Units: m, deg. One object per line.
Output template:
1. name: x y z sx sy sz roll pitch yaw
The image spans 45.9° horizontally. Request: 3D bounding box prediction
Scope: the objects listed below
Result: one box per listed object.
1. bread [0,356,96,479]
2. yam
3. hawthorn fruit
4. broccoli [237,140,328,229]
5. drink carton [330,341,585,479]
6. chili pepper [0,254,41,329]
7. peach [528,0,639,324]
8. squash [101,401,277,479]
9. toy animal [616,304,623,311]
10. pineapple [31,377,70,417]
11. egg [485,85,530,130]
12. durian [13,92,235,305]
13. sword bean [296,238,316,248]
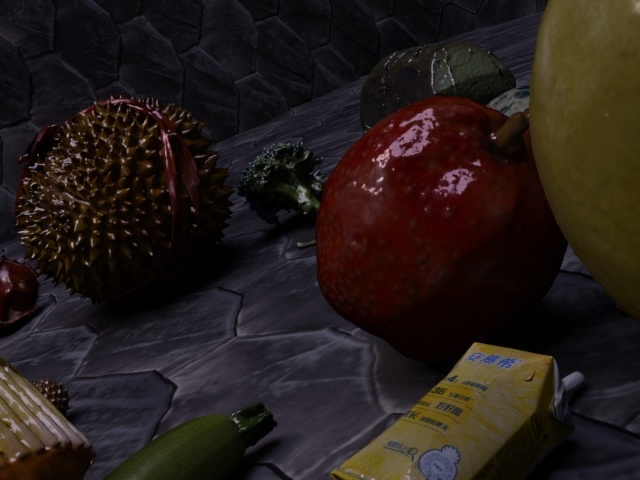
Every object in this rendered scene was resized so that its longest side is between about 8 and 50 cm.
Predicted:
1. bread: -0.276 0.199 0.507 0.133 0.179 0.250 34 35 20
2. yam: 0.207 -0.261 1.381 0.202 0.201 0.271 -28 23 -16
3. hawthorn fruit: 0.108 -0.022 0.617 0.205 0.205 0.253 -39 -8 -47
4. broccoli: -0.048 -0.083 1.242 0.154 0.167 0.160 -35 55 -4
5. drink carton: 0.104 0.116 0.474 0.200 0.075 0.084 -34 20 -33
6. chili pepper: -0.636 0.137 1.364 0.252 0.136 0.144 -27 58 19
7. peach: 0.274 -0.084 0.424 0.316 0.314 0.281 -54 3 29
8. squash: -0.130 0.193 0.547 0.066 0.066 0.252 -8 20 41
9. toy animal: 0.307 -0.031 0.628 0.212 0.124 0.124 -26 15 10
10. pineapple: -0.302 0.194 0.790 0.058 0.058 0.124 -21 16 4
11. egg: 0.242 -0.104 0.890 0.141 0.141 0.182 -14 26 25
12. durian: -0.308 -0.064 1.189 0.347 0.348 0.384 -18 25 15
13. sword bean: 0.000 0.000 1.104 0.083 0.012 0.012 -14 18 29
